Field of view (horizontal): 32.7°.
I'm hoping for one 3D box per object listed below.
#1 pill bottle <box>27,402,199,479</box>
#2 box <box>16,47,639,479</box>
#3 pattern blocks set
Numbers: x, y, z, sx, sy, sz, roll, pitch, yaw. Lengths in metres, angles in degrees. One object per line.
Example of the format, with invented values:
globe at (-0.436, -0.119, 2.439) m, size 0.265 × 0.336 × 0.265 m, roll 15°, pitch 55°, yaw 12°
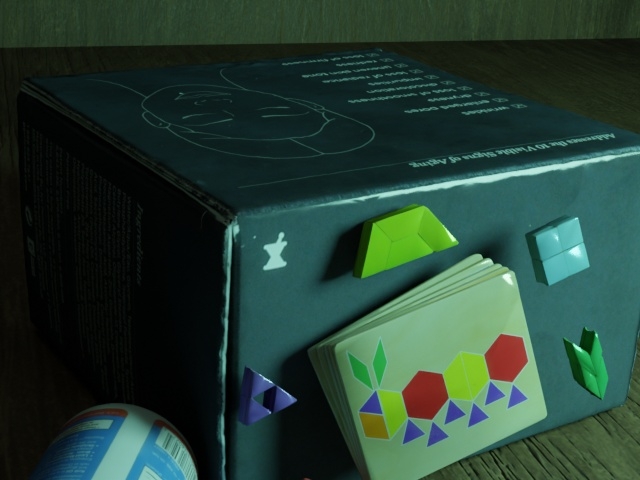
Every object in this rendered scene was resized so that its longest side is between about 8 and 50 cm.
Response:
pill bottle at (-0.167, 0.220, 0.772) m, size 0.124 × 0.124 × 0.221 m, roll 5°, pitch 21°, yaw 6°
box at (0.000, 0.000, 1.119) m, size 0.480 × 0.297 × 0.472 m, roll -10°, pitch 23°, yaw -31°
pattern blocks set at (0.089, 0.111, 0.873) m, size 0.325 × 0.285 × 0.026 m, roll -12°, pitch 13°, yaw -21°
